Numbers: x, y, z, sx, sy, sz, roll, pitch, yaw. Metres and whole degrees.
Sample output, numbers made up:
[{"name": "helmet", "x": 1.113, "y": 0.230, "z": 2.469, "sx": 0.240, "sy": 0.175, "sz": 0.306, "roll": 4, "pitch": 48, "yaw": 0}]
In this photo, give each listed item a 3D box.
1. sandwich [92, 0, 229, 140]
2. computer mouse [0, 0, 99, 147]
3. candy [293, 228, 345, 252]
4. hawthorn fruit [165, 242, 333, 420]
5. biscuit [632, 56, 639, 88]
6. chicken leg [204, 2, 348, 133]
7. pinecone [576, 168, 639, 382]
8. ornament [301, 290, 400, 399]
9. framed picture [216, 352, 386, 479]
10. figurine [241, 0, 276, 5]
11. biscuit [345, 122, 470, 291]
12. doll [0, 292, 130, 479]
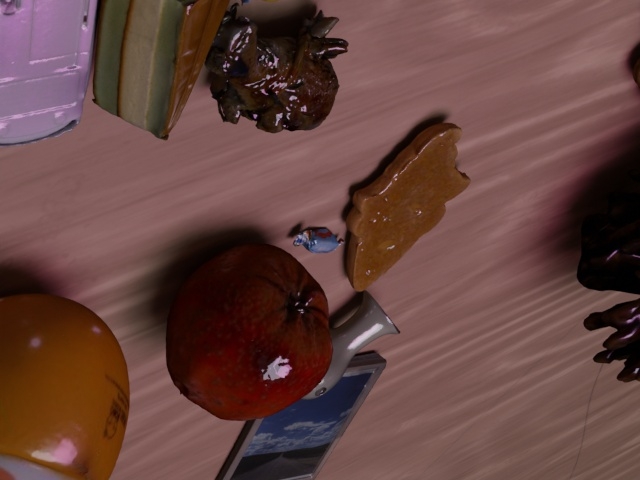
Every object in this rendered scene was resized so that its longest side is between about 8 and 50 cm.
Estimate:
[{"name": "sandwich", "x": -0.117, "y": -0.177, "z": 0.937, "sx": 0.113, "sy": 0.079, "sz": 0.163, "roll": -58, "pitch": 173, "yaw": -36}, {"name": "computer mouse", "x": -0.218, "y": -0.174, "z": 0.876, "sx": 0.126, "sy": 0.056, "sz": 0.245, "roll": -18, "pitch": 145, "yaw": -32}, {"name": "candy", "x": 0.000, "y": -0.001, "z": 1.333, "sx": 0.030, "sy": 0.020, "sz": 0.083, "roll": -46, "pitch": 152, "yaw": 26}, {"name": "hawthorn fruit", "x": -0.087, "y": 0.107, "z": 1.252, "sx": 0.179, "sy": 0.179, "sz": 0.200, "roll": 3, "pitch": 146, "yaw": -46}, {"name": "biscuit", "x": 0.481, "y": -0.249, "z": 1.481, "sx": 0.208, "sy": 0.041, "sz": 0.290, "roll": -49, "pitch": 145, "yaw": 15}, {"name": "chicken leg", "x": -0.050, "y": -0.150, "z": 1.037, "sx": 0.196, "sy": 0.080, "sz": 0.125, "roll": -6, "pitch": 140, "yaw": -54}, {"name": "pinecone", "x": 0.544, "y": 0.027, "z": 1.582, "sx": 0.397, "sy": 0.398, "sz": 0.398, "roll": -26, "pitch": 145, "yaw": -20}, {"name": "ornament", "x": 0.017, "y": 0.135, "z": 1.472, "sx": 0.156, "sy": 0.081, "sz": 0.075, "roll": -39, "pitch": 114, "yaw": -5}, {"name": "framed picture", "x": -0.035, "y": 0.256, "z": 1.616, "sx": 0.189, "sy": 0.023, "sz": 0.260, "roll": -2, "pitch": 133, "yaw": -39}, {"name": "figurine", "x": -0.062, "y": -0.216, "z": 0.986, "sx": 0.083, "sy": 0.051, "sz": 0.047, "roll": -15, "pitch": 146, "yaw": -32}, {"name": "biscuit", "x": 0.092, "y": -0.037, "z": 1.367, "sx": 0.162, "sy": 0.035, "sz": 0.250, "roll": 0, "pitch": 130, "yaw": -38}, {"name": "doll", "x": -0.298, "y": 0.145, "z": 1.096, "sx": 0.236, "sy": 0.213, "sz": 0.213, "roll": 7, "pitch": 143, "yaw": 8}]
